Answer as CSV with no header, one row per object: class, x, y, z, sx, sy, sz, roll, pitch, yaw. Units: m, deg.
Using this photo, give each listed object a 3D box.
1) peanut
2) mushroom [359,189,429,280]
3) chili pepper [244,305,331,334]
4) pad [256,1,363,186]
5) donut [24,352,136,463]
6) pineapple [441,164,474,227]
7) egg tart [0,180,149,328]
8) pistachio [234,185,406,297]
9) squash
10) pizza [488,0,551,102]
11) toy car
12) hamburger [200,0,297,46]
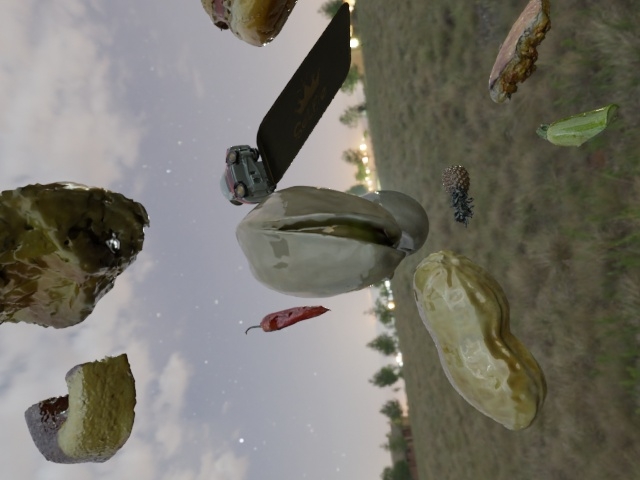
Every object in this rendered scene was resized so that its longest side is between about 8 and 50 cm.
peanut,0.250,0.154,0.917,0.147,0.146,0.306,64,-174,-71
mushroom,0.160,-0.001,1.462,0.243,0.243,0.244,-8,-90,-84
chili pepper,-0.100,0.230,1.692,0.059,0.267,0.051,-87,-20,-66
pad,0.001,-0.280,1.240,0.376,0.063,0.315,-59,-13,-16
donut,-0.371,0.273,0.880,0.085,0.217,0.141,9,-135,-53
pineapple,0.262,-0.086,1.092,0.058,0.058,0.124,75,-165,-50
egg tart,-0.334,0.036,0.685,0.132,0.297,0.297,62,-179,15
pistachio,0.000,0.000,1.019,0.226,0.331,0.208,35,-116,-59
squash,0.587,-0.253,1.320,0.075,0.200,0.090,45,-114,-23
pizza,0.521,-0.492,1.463,0.306,0.085,0.161,-63,10,0
toy car,-0.181,-0.138,1.297,0.112,0.112,0.139,-17,-97,-48
hamburger,-0.128,-0.516,1.151,0.245,0.162,0.244,-62,-9,-18
